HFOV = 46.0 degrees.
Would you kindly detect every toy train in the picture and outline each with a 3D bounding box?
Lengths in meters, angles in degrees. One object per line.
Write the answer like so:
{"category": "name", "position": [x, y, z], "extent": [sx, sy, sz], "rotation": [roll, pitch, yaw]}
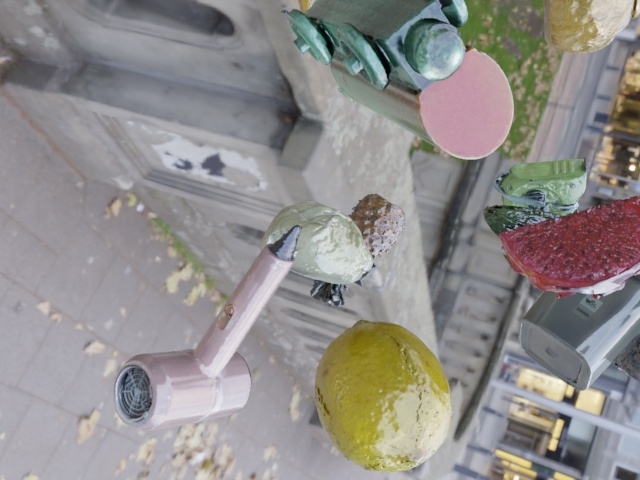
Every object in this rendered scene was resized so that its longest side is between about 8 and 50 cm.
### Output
{"category": "toy train", "position": [0.073, -0.170, 0.712], "extent": [0.116, 0.285, 0.177], "rotation": [-41, 118, -1]}

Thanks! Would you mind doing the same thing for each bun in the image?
{"category": "bun", "position": [0.000, 0.000, 1.420], "extent": [0.220, 0.220, 0.134], "rotation": [0, 109, -69]}

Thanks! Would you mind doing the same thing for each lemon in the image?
{"category": "lemon", "position": [0.116, 0.287, 1.423], "extent": [0.258, 0.258, 0.310], "rotation": [77, -8, -55]}

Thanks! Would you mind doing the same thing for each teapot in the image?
{"category": "teapot", "position": [0.423, -0.383, 1.134], "extent": [0.311, 0.167, 0.203], "rotation": [63, 29, -61]}

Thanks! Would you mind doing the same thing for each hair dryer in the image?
{"category": "hair dryer", "position": [-0.132, 0.112, 1.032], "extent": [0.189, 0.107, 0.344], "rotation": [8, 120, -55]}

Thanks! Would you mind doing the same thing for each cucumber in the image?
{"category": "cucumber", "position": [0.396, -0.006, 1.262], "extent": [0.077, 0.265, 0.077], "rotation": [-168, -90, -74]}

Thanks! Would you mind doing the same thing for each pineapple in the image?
{"category": "pineapple", "position": [0.084, 0.028, 1.928], "extent": [0.310, 0.170, 0.141], "rotation": [-55, 152, -8]}

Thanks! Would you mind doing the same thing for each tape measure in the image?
{"category": "tape measure", "position": [0.443, -0.089, 1.517], "extent": [0.087, 0.178, 0.154], "rotation": [-66, 148, -47]}

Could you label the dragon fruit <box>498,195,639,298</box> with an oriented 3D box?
{"category": "dragon fruit", "position": [0.423, 0.028, 1.136], "extent": [0.161, 0.274, 0.126], "rotation": [35, 42, -60]}

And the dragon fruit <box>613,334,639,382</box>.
{"category": "dragon fruit", "position": [0.810, 0.263, 1.615], "extent": [0.283, 0.204, 0.221], "rotation": [30, 92, -34]}

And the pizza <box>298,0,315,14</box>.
{"category": "pizza", "position": [0.049, -0.462, 1.431], "extent": [0.194, 0.069, 0.154], "rotation": [-17, 104, -24]}

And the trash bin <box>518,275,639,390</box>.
{"category": "trash bin", "position": [0.536, 0.144, 1.501], "extent": [0.250, 0.220, 0.219], "rotation": [-44, 148, -16]}
